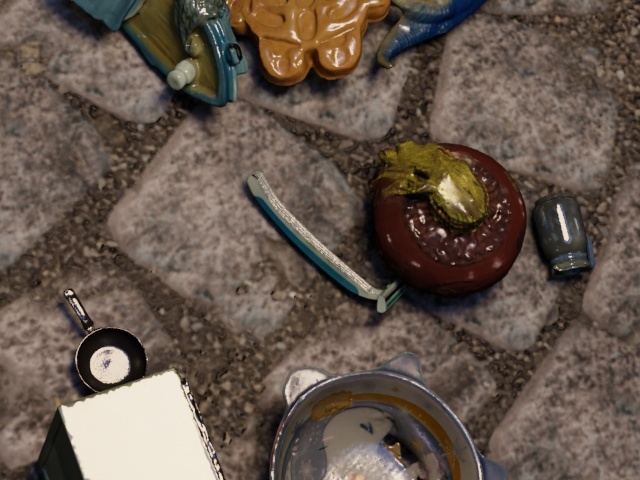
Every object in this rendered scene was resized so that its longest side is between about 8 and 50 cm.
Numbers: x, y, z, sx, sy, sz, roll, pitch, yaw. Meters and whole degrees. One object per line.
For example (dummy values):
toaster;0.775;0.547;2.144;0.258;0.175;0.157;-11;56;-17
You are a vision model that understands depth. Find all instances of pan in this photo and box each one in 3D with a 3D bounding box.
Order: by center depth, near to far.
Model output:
pan;-0.211;0.097;1.627;0.068;0.023;0.115;-29;83;-20

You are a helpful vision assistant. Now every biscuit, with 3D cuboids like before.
biscuit;-0.019;-0.297;1.763;0.202;0.044;0.288;-1;68;7

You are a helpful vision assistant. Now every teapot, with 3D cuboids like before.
teapot;0.249;-0.003;1.764;0.049;0.063;0.083;-15;77;15

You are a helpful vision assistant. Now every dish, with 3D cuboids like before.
dish;0.055;0.228;1.614;0.228;0.086;0.236;-11;74;-18

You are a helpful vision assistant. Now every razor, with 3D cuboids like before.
razor;-0.002;0.003;1.703;0.191;0.037;0.068;39;25;5

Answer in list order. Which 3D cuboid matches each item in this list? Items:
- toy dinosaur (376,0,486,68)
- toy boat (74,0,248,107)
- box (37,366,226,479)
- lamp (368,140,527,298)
toy dinosaur;0.160;-0.243;1.807;0.188;0.075;0.247;26;61;-7
toy boat;-0.165;-0.224;1.696;0.238;0.109;0.098;45;38;4
box;-0.145;0.251;1.483;0.117;0.225;0.225;-18;77;-18
lamp;0.129;-0.024;1.689;0.157;0.135;0.156;6;71;-14
